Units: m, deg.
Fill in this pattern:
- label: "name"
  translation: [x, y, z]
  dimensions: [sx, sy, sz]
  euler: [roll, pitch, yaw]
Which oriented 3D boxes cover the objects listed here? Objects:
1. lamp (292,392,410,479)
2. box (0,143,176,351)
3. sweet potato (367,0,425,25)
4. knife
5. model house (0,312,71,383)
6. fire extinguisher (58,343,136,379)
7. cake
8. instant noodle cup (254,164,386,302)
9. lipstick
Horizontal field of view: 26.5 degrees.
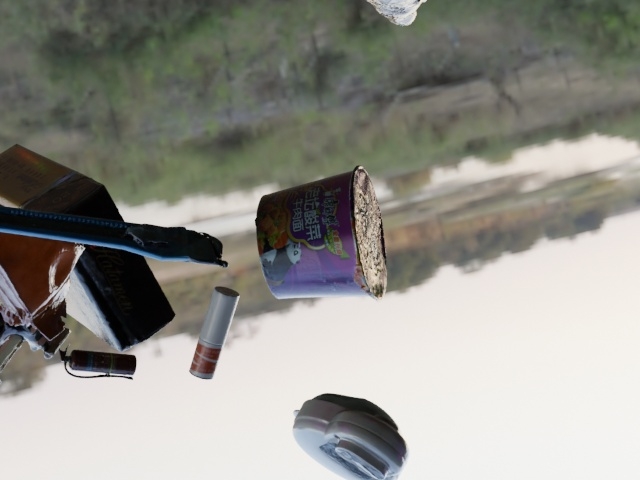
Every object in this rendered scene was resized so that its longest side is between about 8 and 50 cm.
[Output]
- label: "lamp"
  translation: [0.056, 0.288, 2.013]
  dimensions: [0.179, 0.108, 0.246]
  euler: [32, 163, -11]
- label: "box"
  translation: [-0.415, 0.003, 2.230]
  dimensions: [0.116, 0.264, 0.415]
  euler: [-34, -151, -19]
- label: "sweet potato"
  translation: [0.071, -0.231, 1.216]
  dimensions: [0.068, 0.068, 0.226]
  euler: [-14, 179, 9]
- label: "knife"
  translation: [-0.248, -0.006, 1.556]
  dimensions: [0.296, 0.044, 0.026]
  euler: [8, 159, -16]
- label: "model house"
  translation: [-0.547, 0.155, 1.904]
  dimensions: [0.326, 0.169, 0.244]
  euler: [13, -128, 27]
- label: "fire extinguisher"
  translation: [-0.376, 0.205, 2.280]
  dimensions: [0.132, 0.056, 0.039]
  euler: [7, 167, -23]
- label: "cake"
  translation: [-0.395, -0.005, 1.698]
  dimensions: [0.098, 0.287, 0.135]
  euler: [21, -116, 42]
- label: "instant noodle cup"
  translation: [0.000, 0.000, 2.465]
  dimensions: [0.190, 0.251, 0.251]
  euler: [-8, 179, 14]
- label: "lipstick"
  translation: [-0.151, 0.132, 1.940]
  dimensions: [0.038, 0.130, 0.038]
  euler: [17, -167, -4]
